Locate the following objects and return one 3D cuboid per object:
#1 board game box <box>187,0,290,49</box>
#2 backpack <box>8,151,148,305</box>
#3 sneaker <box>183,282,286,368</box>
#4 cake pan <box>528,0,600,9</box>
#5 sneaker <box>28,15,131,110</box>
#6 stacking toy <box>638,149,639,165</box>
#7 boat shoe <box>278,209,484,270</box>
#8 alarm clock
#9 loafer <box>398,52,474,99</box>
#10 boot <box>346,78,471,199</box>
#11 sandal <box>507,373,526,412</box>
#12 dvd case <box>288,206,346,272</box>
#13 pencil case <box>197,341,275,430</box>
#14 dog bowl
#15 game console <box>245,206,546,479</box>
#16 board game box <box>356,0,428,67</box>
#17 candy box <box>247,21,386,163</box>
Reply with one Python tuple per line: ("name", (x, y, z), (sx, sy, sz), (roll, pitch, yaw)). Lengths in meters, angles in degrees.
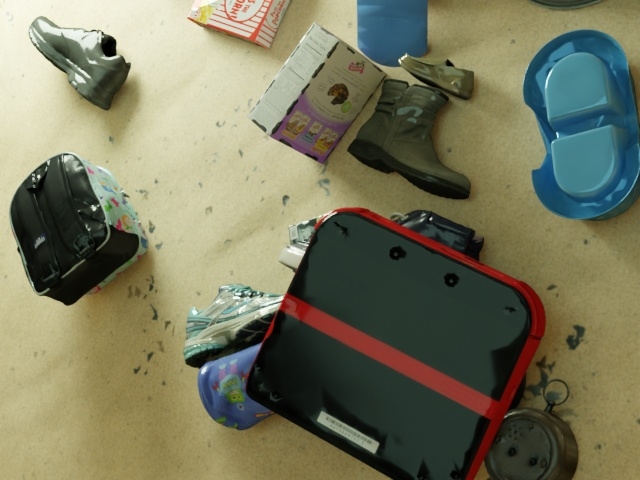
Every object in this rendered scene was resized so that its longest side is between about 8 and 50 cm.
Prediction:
("board game box", (-0.147, -0.457, 2.237), (0.193, 0.045, 0.147), (24, 90, 37))
("backpack", (-0.462, -0.030, 2.233), (0.225, 0.191, 0.253), (-38, 65, 16))
("sneaker", (-0.127, 0.118, 2.011), (0.283, 0.110, 0.122), (-24, 60, 27))
("cake pan", (0.404, -0.512, 1.870), (0.293, 0.054, 0.293), (-11, 70, 31))
("sneaker", (-0.487, -0.387, 2.426), (0.286, 0.109, 0.130), (43, 95, 26))
("stacking toy", (0.594, -0.142, 1.584), (0.302, 0.175, 0.166), (-40, 59, 5))
("boat shoe", (0.102, 0.019, 1.884), (0.340, 0.127, 0.158), (17, 82, 28))
("alarm clock", (0.306, 0.287, 1.693), (0.129, 0.064, 0.192), (22, 86, 37))
("loafer", (0.195, -0.278, 1.945), (0.148, 0.056, 0.050), (30, 93, 27))
("boot", (0.165, -0.174, 1.919), (0.246, 0.083, 0.161), (27, 86, 35))
("sandal", (0.202, 0.254, 1.775), (0.254, 0.054, 0.097), (-39, 58, 19))
("dvd case", (0.000, 0.000, 2.017), (0.119, 0.013, 0.087), (-18, 66, 28))
("pencil case", (-0.053, 0.220, 1.921), (0.306, 0.119, 0.133), (-21, 75, 28))
("dog bowl", (0.398, -0.165, 1.757), (0.166, 0.074, 0.297), (-14, 69, 31))
("game console", (0.107, 0.159, 1.757), (0.386, 0.060, 0.342), (26, 95, 24))
("board game box", (0.128, -0.380, 2.009), (0.133, 0.033, 0.168), (10, 116, 27))
("candy box", (-0.003, -0.246, 1.999), (0.070, 0.165, 0.196), (42, 100, 34))
